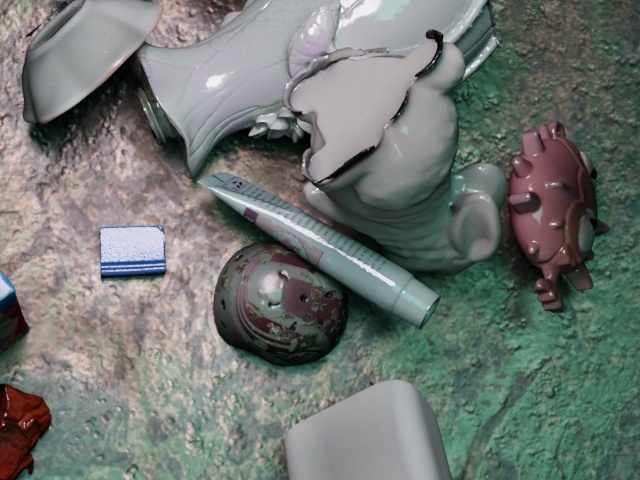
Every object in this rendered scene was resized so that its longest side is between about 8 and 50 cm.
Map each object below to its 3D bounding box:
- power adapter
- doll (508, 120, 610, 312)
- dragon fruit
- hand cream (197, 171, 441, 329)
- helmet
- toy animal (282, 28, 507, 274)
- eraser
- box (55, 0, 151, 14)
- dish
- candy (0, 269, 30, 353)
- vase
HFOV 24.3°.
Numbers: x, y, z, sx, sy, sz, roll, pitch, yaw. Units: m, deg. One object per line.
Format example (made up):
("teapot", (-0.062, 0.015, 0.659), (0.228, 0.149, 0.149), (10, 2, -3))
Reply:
("power adapter", (0.056, 0.272, 1.797), (0.187, 0.255, 0.124), (-27, 127, 13))
("doll", (0.300, -0.034, 1.910), (0.211, 0.093, 0.262), (38, 51, -41))
("dragon fruit", (-0.413, 0.265, 1.803), (0.123, 0.092, 0.192), (20, 78, -2))
("hand cream", (0.000, 0.000, 1.846), (0.331, 0.085, 0.058), (34, 113, 11))
("helmet", (-0.045, 0.073, 1.877), (0.177, 0.107, 0.153), (17, 75, -3))
("toy animal", (0.113, -0.078, 1.795), (0.258, 0.357, 0.193), (-20, 52, 22))
("eraser", (-0.240, 0.014, 1.904), (0.085, 0.027, 0.063), (-2, 78, -7))
("box", (-0.282, -0.320, 1.932), (0.125, 0.089, 0.043), (-4, 79, -8))
("dish", (-0.304, -0.244, 1.840), (0.229, 0.229, 0.081), (-46, 113, -12))
("candy", (-0.429, 0.054, 1.732), (0.100, 0.306, 0.157), (-39, 86, -12))
("vase", (-0.016, -0.244, 1.884), (0.445, 0.250, 0.250), (-24, 83, -6))
